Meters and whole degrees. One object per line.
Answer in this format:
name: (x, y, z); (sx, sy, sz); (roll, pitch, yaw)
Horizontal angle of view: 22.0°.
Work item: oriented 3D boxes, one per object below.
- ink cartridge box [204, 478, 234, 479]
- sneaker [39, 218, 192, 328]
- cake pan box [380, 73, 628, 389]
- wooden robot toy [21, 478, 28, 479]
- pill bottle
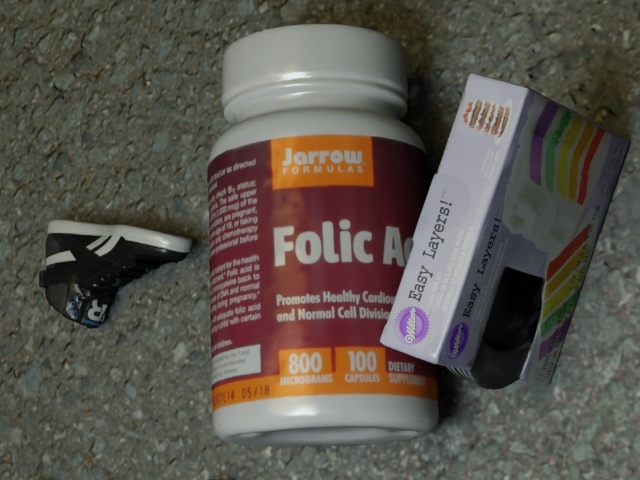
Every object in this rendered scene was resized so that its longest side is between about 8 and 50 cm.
ink cartridge box: (-0.127, 0.394, 1.741); (0.171, 0.056, 0.235); (47, 109, 31)
sneaker: (-0.232, 0.043, 1.873); (0.217, 0.079, 0.121); (5, 86, 42)
cake pan box: (0.173, 0.001, 1.509); (0.070, 0.246, 0.267); (19, 91, 35)
wooden robot toy: (-0.281, 0.333, 1.847); (0.079, 0.076, 0.173); (-28, 66, 14)
pill bottle: (0.000, 0.000, 1.635); (0.224, 0.224, 0.392); (-10, 76, 31)
